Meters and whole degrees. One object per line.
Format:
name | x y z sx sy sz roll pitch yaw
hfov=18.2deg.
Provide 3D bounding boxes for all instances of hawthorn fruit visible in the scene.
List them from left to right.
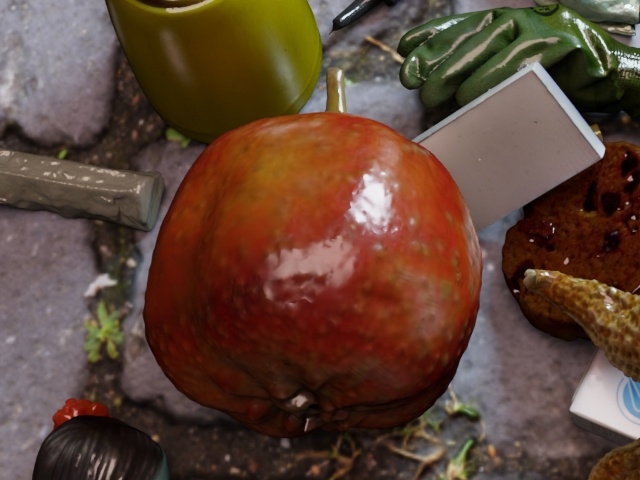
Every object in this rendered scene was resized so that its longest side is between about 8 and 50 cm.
hawthorn fruit | 0.000 0.000 1.685 0.287 0.287 0.330 1 65 10

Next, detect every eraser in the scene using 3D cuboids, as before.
eraser | 0.157 -0.078 1.738 0.150 0.023 0.104 -32 106 28

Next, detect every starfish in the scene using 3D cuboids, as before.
starfish | 0.328 0.089 1.576 0.327 0.094 0.375 44 109 5

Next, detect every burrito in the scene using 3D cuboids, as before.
burrito | 0.242 -0.234 1.839 0.118 0.044 0.074 11 77 9

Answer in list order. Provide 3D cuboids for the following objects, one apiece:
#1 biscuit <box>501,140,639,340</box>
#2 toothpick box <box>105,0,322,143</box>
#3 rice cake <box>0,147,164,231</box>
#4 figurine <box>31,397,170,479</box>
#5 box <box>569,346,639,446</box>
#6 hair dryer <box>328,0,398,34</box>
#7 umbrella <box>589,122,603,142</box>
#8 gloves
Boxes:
biscuit | 0.239 -0.002 1.717 0.192 0.049 0.192 -23 52 32
toothpick box | -0.101 -0.208 1.762 0.175 0.271 0.175 -3 71 8
rice cake | -0.273 -0.055 1.856 0.256 0.052 0.057 10 102 12
figurine | -0.222 0.260 1.711 0.138 0.110 0.245 20 81 33
box | 0.405 0.130 1.672 0.343 0.065 0.200 24 76 16
hair dryer | 0.129 -0.256 1.847 0.271 0.091 0.235 -37 52 11
umbrella | 0.183 -0.076 1.795 0.144 0.040 0.037 -18 60 1
gloves | 0.201 -0.156 1.772 0.268 0.135 0.107 6 78 2
